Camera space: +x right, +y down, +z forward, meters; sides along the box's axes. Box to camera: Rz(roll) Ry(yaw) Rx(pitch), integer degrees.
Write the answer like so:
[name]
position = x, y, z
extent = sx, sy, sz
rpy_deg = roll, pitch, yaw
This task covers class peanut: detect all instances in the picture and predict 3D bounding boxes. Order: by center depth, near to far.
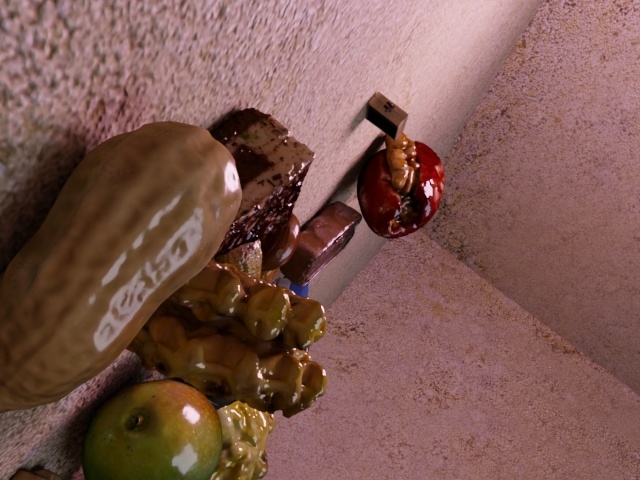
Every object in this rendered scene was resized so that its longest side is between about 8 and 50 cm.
[peanut]
position = -0.192, 0.026, 0.572
extent = 0.305, 0.147, 0.147
rpy_deg = -52, 171, -5

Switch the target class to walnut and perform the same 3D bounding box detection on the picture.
[walnut]
position = 0.201, -0.143, 1.621
extent = 0.269, 0.222, 0.244
rpy_deg = -89, 179, -58

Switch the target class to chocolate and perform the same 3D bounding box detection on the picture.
[chocolate]
position = 0.000, 0.000, 1.576
extent = 0.214, 0.093, 0.148
rpy_deg = -44, 169, -40

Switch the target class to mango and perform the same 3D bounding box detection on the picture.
[mango]
position = -0.290, 0.363, 1.136
extent = 0.225, 0.201, 0.382
rpy_deg = -8, 149, -26

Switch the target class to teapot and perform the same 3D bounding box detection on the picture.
[teapot]
position = -0.087, -0.008, 1.199
extent = 0.098, 0.078, 0.129
rpy_deg = 19, -103, 56

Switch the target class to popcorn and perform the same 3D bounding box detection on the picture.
[popcorn]
position = -0.247, 0.443, 1.467
extent = 0.312, 0.312, 0.312
rpy_deg = -50, 171, -11

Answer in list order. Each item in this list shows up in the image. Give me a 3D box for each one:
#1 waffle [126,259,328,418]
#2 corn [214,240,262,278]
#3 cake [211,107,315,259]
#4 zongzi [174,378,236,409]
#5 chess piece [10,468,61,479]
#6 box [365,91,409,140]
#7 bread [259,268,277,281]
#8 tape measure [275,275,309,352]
[waffle]
position = -0.115, 0.104, 0.834
extent = 0.324, 0.261, 0.151
rpy_deg = 151, -40, -82
[corn]
position = -0.152, 0.081, 1.144
extent = 0.097, 0.097, 0.320
rpy_deg = -47, 167, -32
[cake]
position = -0.108, -0.064, 0.731
extent = 0.135, 0.112, 0.246
rpy_deg = -59, 167, 24
[zongzi]
position = -0.214, 0.238, 1.185
extent = 0.221, 0.112, 0.242
rpy_deg = -29, 150, 14
[chess piece]
position = -0.485, 0.469, 0.956
extent = 0.301, 0.137, 0.137
rpy_deg = -62, 177, -30
[box]
position = 0.132, -0.246, 1.314
extent = 0.035, 0.079, 0.083
rpy_deg = -49, 170, -10
[bread]
position = -0.113, 0.055, 1.374
extent = 0.081, 0.046, 0.083
rpy_deg = -52, 170, -19
[tape measure]
position = -0.085, 0.240, 1.582
extent = 0.351, 0.098, 0.215
rpy_deg = -71, 163, -63
